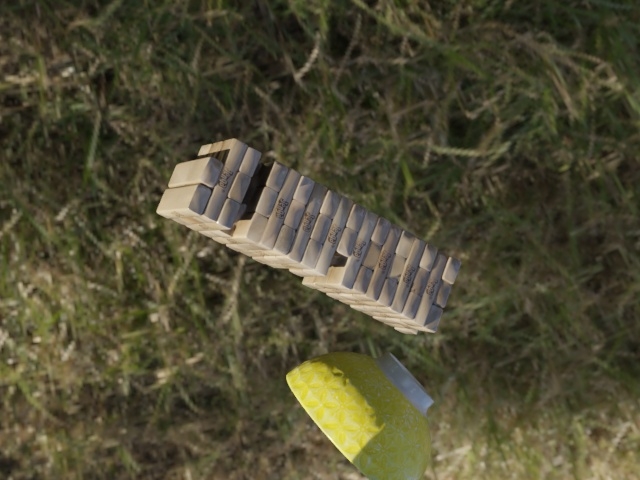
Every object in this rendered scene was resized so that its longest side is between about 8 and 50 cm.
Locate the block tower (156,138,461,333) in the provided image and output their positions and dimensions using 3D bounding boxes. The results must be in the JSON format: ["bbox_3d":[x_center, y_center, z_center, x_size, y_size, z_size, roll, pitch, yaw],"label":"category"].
[{"bbox_3d":[0.000,0.000,1.136,0.335,0.091,0.097,27,167,-26],"label":"block tower"}]

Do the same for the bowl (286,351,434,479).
[{"bbox_3d":[0.096,0.280,1.752,0.156,0.289,0.289,-43,148,1],"label":"bowl"}]
